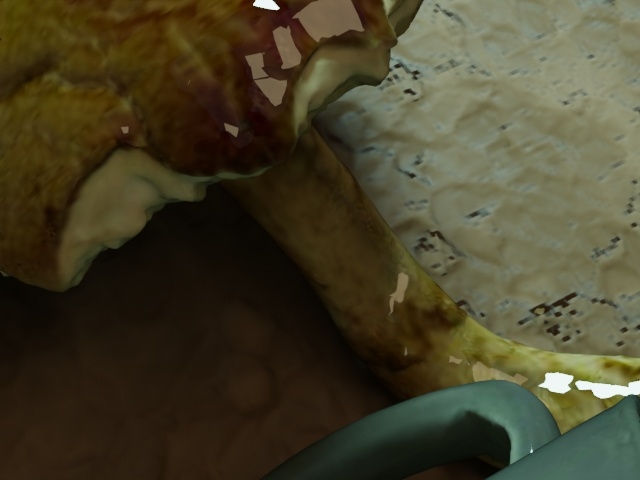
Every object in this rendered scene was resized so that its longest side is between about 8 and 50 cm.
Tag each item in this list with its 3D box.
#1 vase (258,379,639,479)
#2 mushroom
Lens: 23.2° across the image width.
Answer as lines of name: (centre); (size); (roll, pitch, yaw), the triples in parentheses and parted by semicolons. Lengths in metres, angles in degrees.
vase: (-0.005, 0.155, 0.402); (0.301, 0.156, 0.251); (-27, 37, 12)
mushroom: (-0.016, -0.004, 0.516); (0.233, 0.208, 0.302); (-29, 83, 21)
